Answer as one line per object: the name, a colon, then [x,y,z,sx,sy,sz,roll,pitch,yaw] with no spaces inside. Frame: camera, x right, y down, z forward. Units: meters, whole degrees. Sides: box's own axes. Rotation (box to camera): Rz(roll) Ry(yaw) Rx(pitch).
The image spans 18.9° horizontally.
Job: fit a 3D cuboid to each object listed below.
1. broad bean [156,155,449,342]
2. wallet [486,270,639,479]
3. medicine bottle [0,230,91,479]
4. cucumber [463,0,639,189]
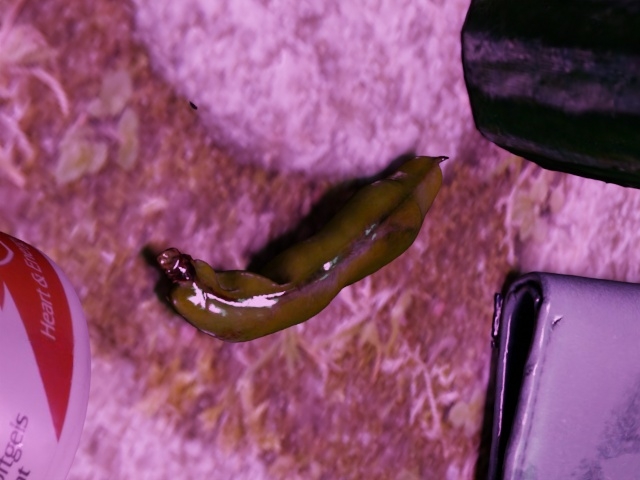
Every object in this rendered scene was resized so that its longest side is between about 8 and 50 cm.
broad bean: [-0.001,0.008,0.999,0.195,0.046,0.061,-20,116,-36]
wallet: [0.190,0.161,1.208,0.251,0.054,0.290,5,102,-39]
medicine bottle: [-0.236,0.030,0.711,0.288,0.157,0.157,27,82,-43]
cucumber: [0.185,-0.108,1.091,0.191,0.130,0.191,-17,115,-42]
